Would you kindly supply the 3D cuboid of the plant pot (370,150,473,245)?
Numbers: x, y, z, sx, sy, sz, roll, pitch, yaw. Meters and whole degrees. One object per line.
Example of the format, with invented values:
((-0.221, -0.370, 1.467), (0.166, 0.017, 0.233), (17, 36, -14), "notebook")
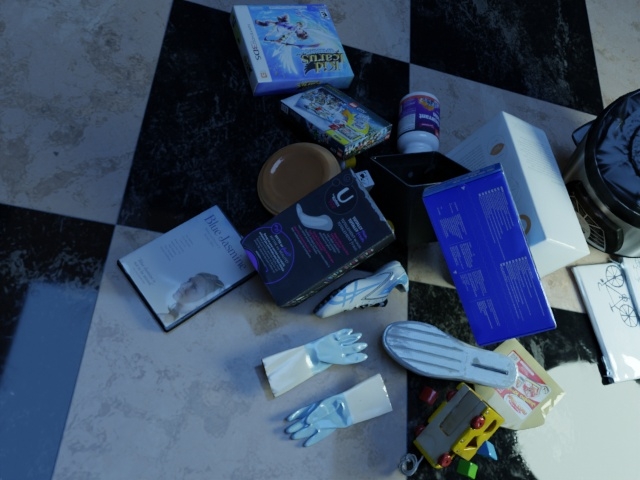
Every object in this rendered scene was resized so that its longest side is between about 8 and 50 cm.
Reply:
((0.228, -0.094, 1.343), (0.187, 0.167, 0.188), (-8, 31, -22), "plant pot")

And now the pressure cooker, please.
((0.811, -0.142, 1.454), (0.375, 0.420, 0.370), (13, 80, 13), "pressure cooker")

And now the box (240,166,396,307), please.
((0.000, 0.000, 1.194), (0.270, 0.143, 0.165), (-33, 80, 6), "box")

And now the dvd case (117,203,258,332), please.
((-0.267, 0.052, 1.218), (0.253, 0.022, 0.180), (-33, 80, -28), "dvd case")

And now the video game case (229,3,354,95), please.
((-0.075, -0.503, 1.512), (0.269, 0.061, 0.245), (-11, 71, -22), "video game case")

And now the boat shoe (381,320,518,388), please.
((0.273, 0.259, 1.260), (0.302, 0.094, 0.109), (20, 73, 1), "boat shoe")

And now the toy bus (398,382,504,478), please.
((0.280, 0.399, 1.189), (0.104, 0.202, 0.191), (40, 48, -34), "toy bus")

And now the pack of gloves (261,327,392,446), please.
((0.011, 0.299, 1.197), (0.232, 0.046, 0.195), (-17, 84, -21), "pack of gloves")

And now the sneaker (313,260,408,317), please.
((0.095, 0.121, 1.273), (0.237, 0.085, 0.086), (-23, 83, -22), "sneaker")

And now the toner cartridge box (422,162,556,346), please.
((0.346, 0.033, 1.187), (0.348, 0.165, 0.075), (68, 19, -12), "toner cartridge box")

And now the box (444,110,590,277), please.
((0.444, -0.089, 1.367), (0.168, 0.215, 0.346), (13, 56, -32), "box")

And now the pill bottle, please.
((0.252, -0.275, 1.488), (0.108, 0.108, 0.194), (13, 64, -12), "pill bottle")

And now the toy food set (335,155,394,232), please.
((0.064, -0.086, 1.338), (0.104, 0.111, 0.232), (-18, 73, -24), "toy food set")

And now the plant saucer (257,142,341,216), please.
((-0.051, -0.139, 1.317), (0.199, 0.037, 0.200), (-5, 68, 12), "plant saucer")

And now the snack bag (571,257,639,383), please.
((0.833, 0.191, 1.509), (0.342, 0.037, 0.323), (-3, 68, -19), "snack bag")

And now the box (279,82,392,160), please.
((0.035, -0.293, 1.406), (0.159, 0.044, 0.233), (-29, 55, -32), "box")

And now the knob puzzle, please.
((0.426, 0.341, 1.308), (0.213, 0.030, 0.213), (3, 64, -6), "knob puzzle")
